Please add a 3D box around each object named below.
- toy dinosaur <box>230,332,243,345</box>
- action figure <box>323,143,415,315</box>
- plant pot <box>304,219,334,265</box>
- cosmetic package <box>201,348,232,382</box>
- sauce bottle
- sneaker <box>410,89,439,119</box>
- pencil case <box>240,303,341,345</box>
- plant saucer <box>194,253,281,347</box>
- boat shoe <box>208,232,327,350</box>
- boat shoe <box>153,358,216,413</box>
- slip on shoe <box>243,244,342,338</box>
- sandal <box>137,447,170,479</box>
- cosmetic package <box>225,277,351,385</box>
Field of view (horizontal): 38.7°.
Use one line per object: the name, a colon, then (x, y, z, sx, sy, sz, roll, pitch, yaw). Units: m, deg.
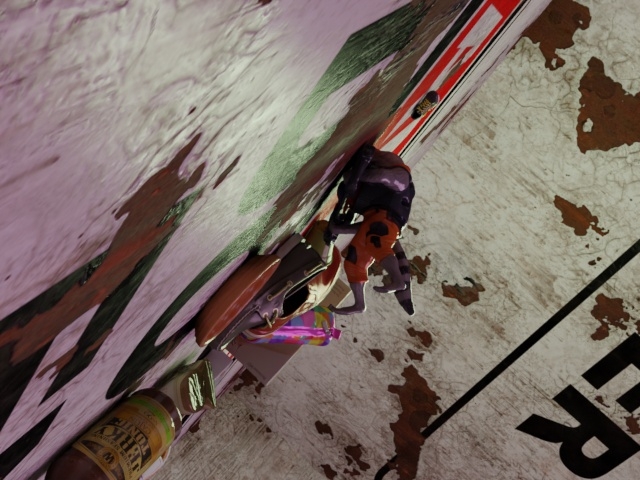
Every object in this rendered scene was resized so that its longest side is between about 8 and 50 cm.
toy dinosaur: (-0.193, 0.196, 1.978, 0.090, 0.047, 0.082, -58, -163, -18)
action figure: (0.104, -0.018, 1.753, 0.341, 0.178, 0.330, 117, -17, -68)
plant pot: (0.000, 0.000, 1.962, 0.083, 0.083, 0.079, -43, 162, -51)
cosmetic package: (-0.282, 0.337, 2.193, 0.099, 0.060, 0.239, -47, 176, -28)
sauce bottle: (-0.332, 0.343, 1.361, 0.111, 0.111, 0.344, -51, 177, 29)
sneaker: (0.218, -0.278, 1.898, 0.035, 0.031, 0.083, -44, 174, -42)
pencil case: (-0.069, 0.187, 2.048, 0.236, 0.104, 0.104, 7, 134, -41)
plant saucer: (-0.145, 0.094, 1.527, 0.200, 0.037, 0.200, -49, 175, -5)
boat shoe: (-0.102, 0.107, 1.710, 0.305, 0.091, 0.109, -46, 175, -35)
boat shoe: (-0.269, 0.295, 1.815, 0.089, 0.105, 0.285, -11, 172, 4)
slip on shoe: (-0.049, 0.095, 1.964, 0.331, 0.123, 0.101, -37, 179, -45)
sandal: (-0.404, 0.473, 1.893, 0.265, 0.102, 0.076, -43, 176, -37)
cosmetic package: (-0.082, 0.186, 2.214, 0.309, 0.160, 0.113, -49, 175, -5)
